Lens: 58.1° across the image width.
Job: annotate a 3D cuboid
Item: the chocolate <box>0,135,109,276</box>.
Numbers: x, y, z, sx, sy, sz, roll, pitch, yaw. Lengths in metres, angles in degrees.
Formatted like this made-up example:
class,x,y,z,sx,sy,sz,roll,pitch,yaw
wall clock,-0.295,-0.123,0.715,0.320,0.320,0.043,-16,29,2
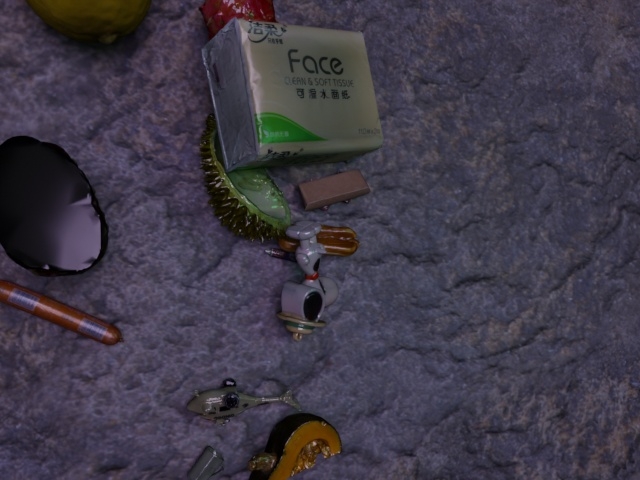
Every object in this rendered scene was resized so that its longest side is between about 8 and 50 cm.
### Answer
class,x,y,z,sx,sy,sz,roll,pitch,yaw
chocolate,-0.624,-0.059,1.345,0.225,0.210,0.340,-30,86,-13

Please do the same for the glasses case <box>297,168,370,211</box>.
class,x,y,z,sx,sy,sz,roll,pitch,yaw
glasses case,0.029,-0.141,1.610,0.193,0.070,0.102,-17,59,-15

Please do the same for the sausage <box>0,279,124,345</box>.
class,x,y,z,sx,sy,sz,roll,pitch,yaw
sausage,-0.637,0.173,1.387,0.348,0.053,0.053,25,77,-10

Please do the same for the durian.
class,x,y,z,sx,sy,sz,roll,pitch,yaw
durian,-0.207,-0.167,1.500,0.198,0.163,0.394,-22,79,-17

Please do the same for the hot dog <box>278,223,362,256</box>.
class,x,y,z,sx,sy,sz,roll,pitch,yaw
hot dog,0.000,0.000,1.574,0.236,0.062,0.092,7,66,-9

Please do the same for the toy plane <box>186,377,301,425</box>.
class,x,y,z,sx,sy,sz,roll,pitch,yaw
toy plane,-0.193,0.412,1.459,0.286,0.092,0.108,-4,105,-15

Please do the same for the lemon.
class,x,y,z,sx,sy,sz,roll,pitch,yaw
lemon,-0.558,-0.643,1.375,0.364,0.364,0.364,2,82,-15

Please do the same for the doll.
class,x,y,z,sx,sy,sz,roll,pitch,yaw
doll,-0.049,0.101,1.480,0.208,0.144,0.271,-49,134,-39

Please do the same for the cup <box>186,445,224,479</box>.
class,x,y,z,sx,sy,sz,roll,pitch,yaw
cup,-0.283,0.565,1.434,0.054,0.075,0.083,32,76,29

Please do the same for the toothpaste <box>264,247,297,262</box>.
class,x,y,z,sx,sy,sz,roll,pitch,yaw
toothpaste,-0.085,0.041,1.570,0.140,0.021,0.037,12,81,-16

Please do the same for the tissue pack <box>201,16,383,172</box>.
class,x,y,z,sx,sy,sz,roll,pitch,yaw
tissue pack,-0.060,-0.361,1.466,0.405,0.205,0.331,-11,89,-39

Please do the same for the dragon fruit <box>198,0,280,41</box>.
class,x,y,z,sx,sy,sz,roll,pitch,yaw
dragon fruit,-0.221,-0.612,1.538,0.205,0.210,0.268,-4,84,-55

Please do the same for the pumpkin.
class,x,y,z,sx,sy,sz,roll,pitch,yaw
pumpkin,-0.083,0.517,1.450,0.248,0.131,0.126,-23,97,-21
